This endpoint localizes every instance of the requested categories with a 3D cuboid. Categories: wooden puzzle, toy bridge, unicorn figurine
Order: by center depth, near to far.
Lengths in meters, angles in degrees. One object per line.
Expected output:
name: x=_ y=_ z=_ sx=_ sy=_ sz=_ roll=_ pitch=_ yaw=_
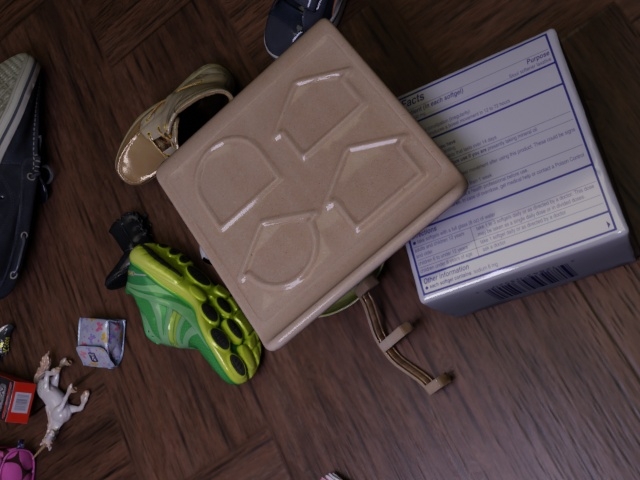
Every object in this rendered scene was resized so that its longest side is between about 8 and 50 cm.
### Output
wooden puzzle: x=-0.020 y=-0.076 z=1.081 sx=0.322 sy=0.080 sz=0.348 roll=-40 pitch=61 yaw=9
toy bridge: x=0.105 y=0.135 z=1.152 sx=0.188 sy=0.026 sz=0.063 roll=54 pitch=140 yaw=13
unicorn figurine: x=-0.451 y=0.278 z=1.410 sx=0.111 sy=0.060 sz=0.162 roll=-47 pitch=47 yaw=16

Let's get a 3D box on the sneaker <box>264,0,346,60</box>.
sneaker: x=-0.004 y=-0.438 z=1.307 sx=0.126 sy=0.127 sz=0.321 roll=38 pitch=98 yaw=27

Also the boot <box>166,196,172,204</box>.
boot: x=-0.102 y=-0.140 z=1.321 sx=0.115 sy=0.112 sz=0.305 roll=42 pitch=94 yaw=-3

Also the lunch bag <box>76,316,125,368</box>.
lunch bag: x=-0.372 y=0.172 z=1.392 sx=0.071 sy=0.053 sz=0.083 roll=2 pitch=88 yaw=29

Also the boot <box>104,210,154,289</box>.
boot: x=-0.335 y=0.014 z=1.414 sx=0.121 sy=0.045 sz=0.099 roll=-37 pitch=67 yaw=7

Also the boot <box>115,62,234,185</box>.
boot: x=-0.236 y=-0.165 z=1.324 sx=0.262 sy=0.095 sz=0.203 roll=-41 pitch=23 yaw=8

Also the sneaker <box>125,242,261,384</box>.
sneaker: x=-0.203 y=0.125 z=1.302 sx=0.295 sy=0.109 sz=0.124 roll=43 pitch=122 yaw=26

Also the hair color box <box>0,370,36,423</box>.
hair color box: x=-0.555 y=0.271 z=1.444 sx=0.141 sy=0.043 sz=0.072 roll=3 pitch=79 yaw=46

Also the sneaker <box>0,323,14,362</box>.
sneaker: x=-0.581 y=0.190 z=1.510 sx=0.035 sy=0.031 sz=0.083 roll=37 pitch=100 yaw=15

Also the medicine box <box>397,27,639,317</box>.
medicine box: x=0.238 y=-0.080 z=1.084 sx=0.263 sy=0.149 sz=0.290 roll=-21 pitch=69 yaw=22

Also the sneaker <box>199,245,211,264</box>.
sneaker: x=-0.059 y=-0.123 z=1.224 sx=0.322 sy=0.130 sz=0.236 roll=-29 pitch=61 yaw=20

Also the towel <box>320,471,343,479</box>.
towel: x=0.021 y=0.443 z=1.144 sx=0.144 sy=0.029 sz=0.197 roll=29 pitch=94 yaw=29

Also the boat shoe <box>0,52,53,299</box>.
boat shoe: x=-0.595 y=-0.120 z=1.522 sx=0.186 sy=0.156 sz=0.501 roll=-12 pitch=61 yaw=29

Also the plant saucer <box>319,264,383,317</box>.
plant saucer: x=0.000 y=0.000 z=1.251 sx=0.240 sy=0.037 sz=0.241 roll=-7 pitch=75 yaw=26

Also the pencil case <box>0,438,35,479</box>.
pencil case: x=-0.596 y=0.388 z=1.428 sx=0.209 sy=0.098 sz=0.095 roll=-4 pitch=69 yaw=26
